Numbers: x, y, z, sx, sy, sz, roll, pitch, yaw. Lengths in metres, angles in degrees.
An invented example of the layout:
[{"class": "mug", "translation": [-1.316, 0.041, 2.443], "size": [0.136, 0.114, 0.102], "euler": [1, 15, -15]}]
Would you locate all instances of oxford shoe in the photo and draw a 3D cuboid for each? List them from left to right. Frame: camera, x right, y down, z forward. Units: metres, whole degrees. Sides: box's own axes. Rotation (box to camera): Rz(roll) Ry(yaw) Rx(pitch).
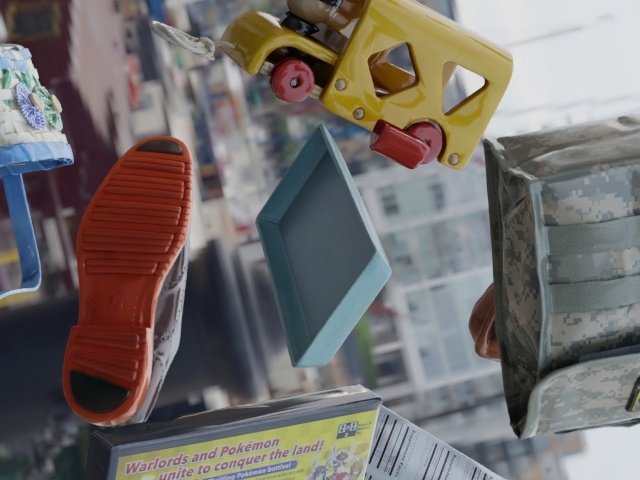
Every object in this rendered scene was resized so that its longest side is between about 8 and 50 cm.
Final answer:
[{"class": "oxford shoe", "translation": [-0.164, 0.040, 1.500], "size": [0.098, 0.096, 0.271], "euler": [60, 41, -66]}]

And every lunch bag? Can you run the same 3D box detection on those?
[{"class": "lunch bag", "translation": [0.279, 0.042, 1.503], "size": [0.169, 0.235, 0.287], "euler": [-119, -159, -68]}]

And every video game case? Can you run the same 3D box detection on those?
[{"class": "video game case", "translation": [-0.081, 0.250, 1.354], "size": [0.035, 0.274, 0.248], "euler": [29, -65, 43]}]

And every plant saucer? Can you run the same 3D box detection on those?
[{"class": "plant saucer", "translation": [0.000, 0.000, 0.833], "size": [0.018, 0.067, 0.192], "euler": [30, 14, -17]}]

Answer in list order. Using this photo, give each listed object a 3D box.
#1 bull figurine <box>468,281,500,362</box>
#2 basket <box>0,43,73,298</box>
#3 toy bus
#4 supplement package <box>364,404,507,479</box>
[{"class": "bull figurine", "translation": [0.251, 0.076, 1.787], "size": [0.101, 0.188, 0.310], "euler": [37, 7, 21]}, {"class": "basket", "translation": [-0.380, -0.072, 1.862], "size": [0.255, 0.201, 0.289], "euler": [-43, 127, -81]}, {"class": "toy bus", "translation": [0.024, -0.128, 1.086], "size": [0.104, 0.191, 0.202], "euler": [-62, 161, 8]}, {"class": "supplement package", "translation": [0.058, 0.292, 1.851], "size": [0.194, 0.203, 0.149], "euler": [-29, -148, 60]}]
